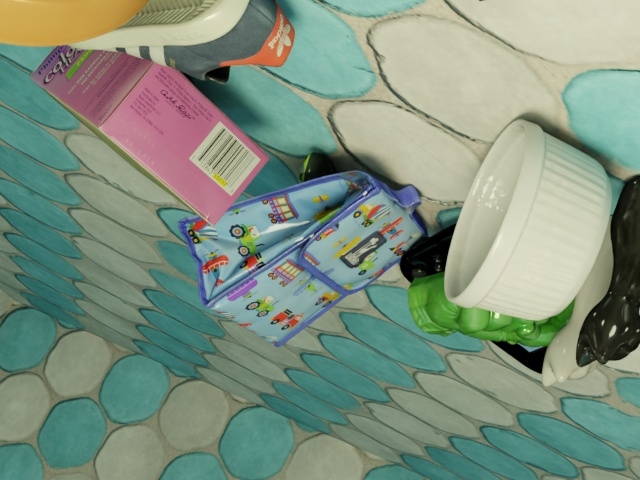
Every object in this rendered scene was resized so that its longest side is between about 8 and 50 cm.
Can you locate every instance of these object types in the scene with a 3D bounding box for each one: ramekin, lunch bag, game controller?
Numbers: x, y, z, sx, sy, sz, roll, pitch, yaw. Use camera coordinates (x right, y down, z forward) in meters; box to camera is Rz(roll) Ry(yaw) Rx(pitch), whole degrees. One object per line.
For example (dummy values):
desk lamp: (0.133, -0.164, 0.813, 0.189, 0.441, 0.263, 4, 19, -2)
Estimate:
ramekin: (0.220, -0.013, 1.282, 0.109, 0.207, 0.207, 21, 163, -6)
lunch bag: (0.000, 0.000, 1.616, 0.293, 0.138, 0.221, -27, 153, 14)
game controller: (0.262, 0.082, 1.652, 0.319, 0.067, 0.166, 35, 148, -23)

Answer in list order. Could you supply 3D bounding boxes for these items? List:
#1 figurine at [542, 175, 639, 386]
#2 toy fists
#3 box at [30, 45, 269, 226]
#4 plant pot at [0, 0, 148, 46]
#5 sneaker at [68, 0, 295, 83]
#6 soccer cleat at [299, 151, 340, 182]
figurine: (0.313, 0.060, 1.321, 0.092, 0.209, 0.215, 28, 162, 2)
toy fists: (0.242, 0.082, 1.471, 0.279, 0.096, 0.142, 11, 160, -42)
box: (-0.219, -0.157, 1.552, 0.213, 0.117, 0.243, 43, 174, -38)
plant pot: (-0.228, -0.333, 0.983, 0.291, 0.290, 0.203, 32, 144, -11)
sneaker: (-0.171, -0.240, 1.354, 0.350, 0.131, 0.148, 17, 169, 45)
soccer cleat: (0.024, -0.070, 1.651, 0.072, 0.060, 0.179, 9, 162, 21)
